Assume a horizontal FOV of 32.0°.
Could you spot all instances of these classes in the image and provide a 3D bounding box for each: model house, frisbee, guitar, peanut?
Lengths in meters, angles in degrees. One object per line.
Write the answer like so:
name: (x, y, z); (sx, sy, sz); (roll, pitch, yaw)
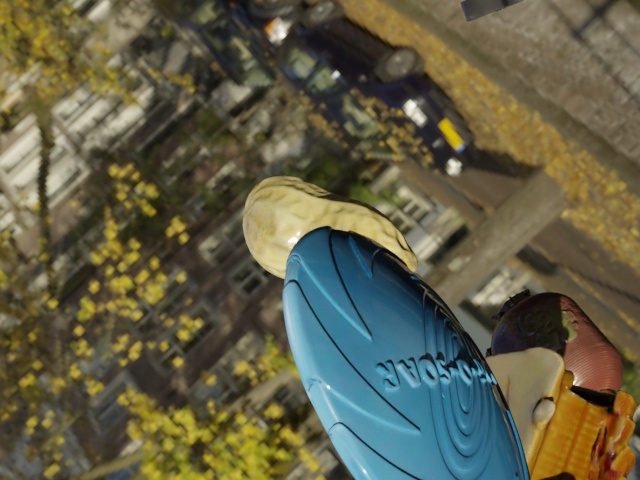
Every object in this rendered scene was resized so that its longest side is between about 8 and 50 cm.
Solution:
model house: (0.241, 0.244, 1.222); (0.229, 0.200, 0.219); (29, 164, -33)
frisbee: (0.069, 0.089, 0.685); (0.242, 0.045, 0.242); (44, -155, -27)
guitar: (0.228, -0.262, 1.124); (0.233, 0.088, 0.025); (-1, 113, 67)
peanut: (0.000, 0.000, 1.561); (0.313, 0.152, 0.152); (25, 163, 40)

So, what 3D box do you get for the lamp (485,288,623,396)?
lamp: (0.373, 0.195, 1.776); (0.258, 0.180, 0.180); (56, -177, 38)
